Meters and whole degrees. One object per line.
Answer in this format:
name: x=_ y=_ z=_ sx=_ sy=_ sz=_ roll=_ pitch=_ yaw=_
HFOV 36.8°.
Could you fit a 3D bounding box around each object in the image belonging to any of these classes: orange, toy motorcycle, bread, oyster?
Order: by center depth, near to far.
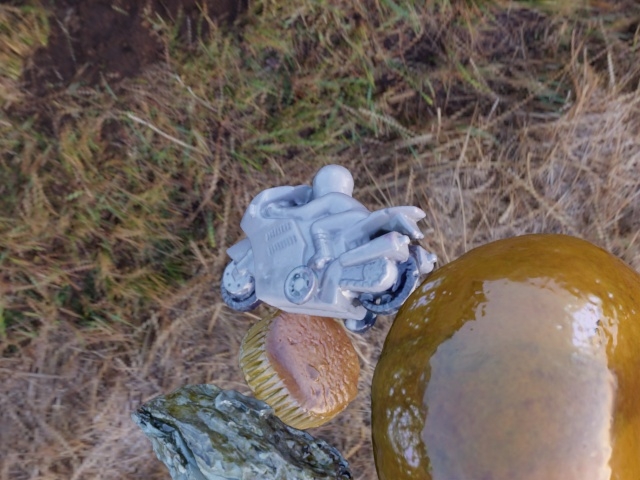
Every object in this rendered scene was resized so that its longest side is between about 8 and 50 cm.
orange: x=0.129 y=0.116 z=0.587 sx=0.171 sy=0.240 sz=0.240 roll=-10 pitch=75 yaw=43
toy motorcycle: x=0.000 y=0.000 z=0.998 sx=0.260 sy=0.110 sz=0.171 roll=-2 pitch=70 yaw=40
oyster: x=-0.092 y=0.269 z=1.108 sx=0.351 sy=0.162 sz=0.158 roll=28 pitch=97 yaw=27
bread: x=-0.027 y=0.197 z=1.532 sx=0.104 sy=0.199 sz=0.199 roll=-35 pitch=71 yaw=45
